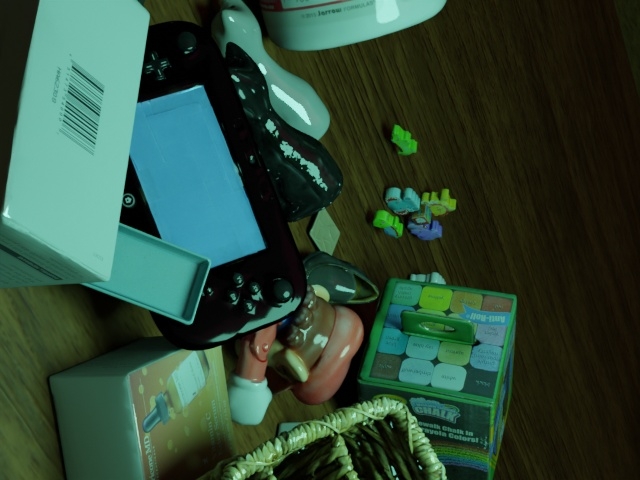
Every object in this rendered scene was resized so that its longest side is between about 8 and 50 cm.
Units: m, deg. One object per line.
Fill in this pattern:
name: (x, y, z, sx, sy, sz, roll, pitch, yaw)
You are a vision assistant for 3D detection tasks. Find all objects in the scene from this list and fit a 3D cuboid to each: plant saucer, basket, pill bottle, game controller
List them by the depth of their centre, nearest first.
basket: (0.010, 0.318, 1.214, 0.213, 0.223, 0.299, -2, 63, -57)
plant saucer: (-0.196, 0.015, 1.237, 0.192, 0.018, 0.067, 23, 74, -23)
game controller: (-0.131, -0.055, 1.319, 0.166, 0.067, 0.319, -19, 86, -36)
pill bottle: (0.002, -0.448, 1.596, 0.229, 0.229, 0.407, -45, 126, -57)

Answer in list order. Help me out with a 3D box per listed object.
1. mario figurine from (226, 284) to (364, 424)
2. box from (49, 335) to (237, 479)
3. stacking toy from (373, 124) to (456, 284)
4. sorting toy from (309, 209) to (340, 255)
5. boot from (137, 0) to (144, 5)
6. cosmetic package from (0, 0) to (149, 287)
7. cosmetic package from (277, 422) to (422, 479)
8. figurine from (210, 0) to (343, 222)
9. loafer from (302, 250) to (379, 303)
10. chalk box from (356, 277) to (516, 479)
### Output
mario figurine: (-0.090, 0.071, 1.494, 0.198, 0.170, 0.320, -45, 122, -12)
box: (-0.167, 0.171, 1.306, 0.170, 0.091, 0.130, -22, 106, -63)
stacking toy: (0.135, -0.040, 2.005, 0.221, 0.052, 0.167, 50, 41, -47)
sorting toy: (0.000, 0.000, 1.761, 0.062, 0.012, 0.083, 62, 35, -35)
boot: (-0.217, -0.326, 1.300, 0.176, 0.088, 0.244, 18, 78, -62)
cosmetic package: (-0.266, -0.087, 0.998, 0.138, 0.225, 0.224, 41, 50, -58)
cosmetic package: (0.033, 0.326, 1.616, 0.151, 0.152, 0.183, 44, 48, -52)
figurine: (-0.064, -0.163, 1.531, 0.209, 0.092, 0.215, 58, 13, -35)
loafer: (0.020, 0.052, 1.720, 0.170, 0.061, 0.062, 2, 110, -62)
chalk box: (0.155, 0.171, 1.770, 0.289, 0.180, 0.179, 86, 18, -48)
